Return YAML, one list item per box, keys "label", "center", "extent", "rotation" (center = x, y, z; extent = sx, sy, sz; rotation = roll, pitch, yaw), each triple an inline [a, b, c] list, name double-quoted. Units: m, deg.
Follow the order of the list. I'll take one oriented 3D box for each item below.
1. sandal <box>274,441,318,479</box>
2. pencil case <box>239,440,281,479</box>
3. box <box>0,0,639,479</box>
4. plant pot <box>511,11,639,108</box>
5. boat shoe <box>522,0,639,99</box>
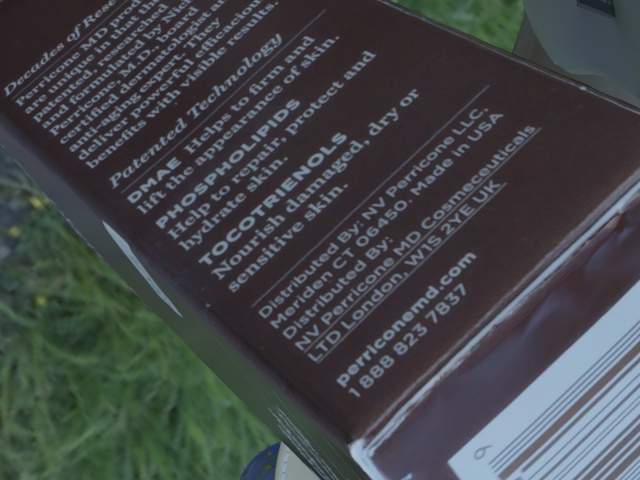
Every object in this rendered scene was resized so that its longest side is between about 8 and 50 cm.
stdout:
- label: "sandal"
  center: [0.038, 0.076, 0.674]
  extent: [0.240, 0.088, 0.079]
  rotation: [-62, 174, 7]
- label: "pencil case"
  center: [0.008, 0.209, 1.017]
  extent: [0.133, 0.119, 0.306]
  rotation: [-10, 175, -10]
- label: "box"
  center: [0.000, 0.000, 0.553]
  extent: [0.143, 0.381, 0.191]
  rotation: [-42, 128, -8]
- label: "plant pot"
  center: [0.253, -0.087, 0.965]
  extent: [0.323, 0.323, 0.280]
  rotation: [-17, 117, -39]
- label: "boat shoe"
  center: [0.194, -0.151, 0.664]
  extent: [0.158, 0.340, 0.127]
  rotation: [-16, 114, 0]
